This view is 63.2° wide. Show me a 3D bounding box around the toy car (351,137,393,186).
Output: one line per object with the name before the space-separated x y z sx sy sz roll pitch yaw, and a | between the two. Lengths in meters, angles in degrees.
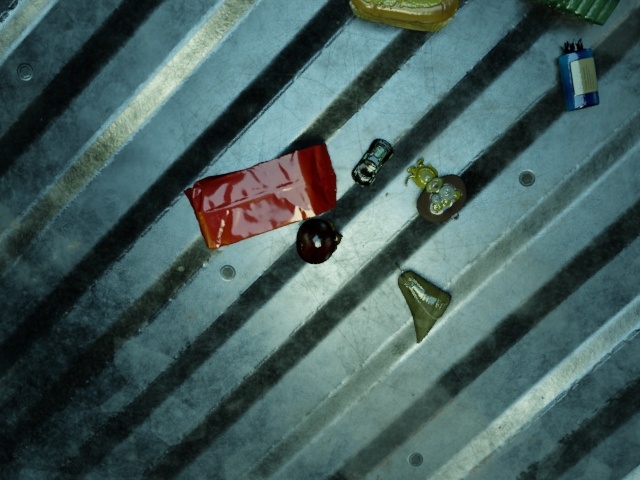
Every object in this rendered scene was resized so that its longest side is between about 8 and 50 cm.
toy car | 0.142 -0.215 1.438 0.069 0.055 0.142 35 96 0

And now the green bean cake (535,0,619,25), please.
green bean cake | 0.635 -0.636 1.329 0.208 0.193 0.107 11 118 -23

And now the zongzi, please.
zongzi | 0.252 0.183 1.483 0.189 0.081 0.178 32 108 3

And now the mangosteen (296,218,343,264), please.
mangosteen | 0.000 0.000 1.446 0.140 0.140 0.140 0 98 2

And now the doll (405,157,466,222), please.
doll | 0.309 -0.131 1.428 0.188 0.096 0.145 30 90 8

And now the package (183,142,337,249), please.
package | -0.161 -0.118 1.428 0.423 0.123 0.196 -16 99 5

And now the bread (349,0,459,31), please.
bread | 0.215 -0.640 1.349 0.288 0.119 0.153 10 94 1

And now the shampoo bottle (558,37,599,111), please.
shampoo bottle | 0.688 -0.444 1.391 0.087 0.050 0.183 -12 97 6
